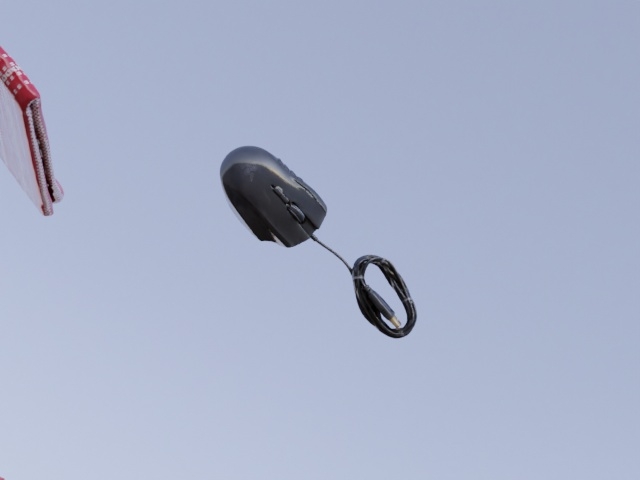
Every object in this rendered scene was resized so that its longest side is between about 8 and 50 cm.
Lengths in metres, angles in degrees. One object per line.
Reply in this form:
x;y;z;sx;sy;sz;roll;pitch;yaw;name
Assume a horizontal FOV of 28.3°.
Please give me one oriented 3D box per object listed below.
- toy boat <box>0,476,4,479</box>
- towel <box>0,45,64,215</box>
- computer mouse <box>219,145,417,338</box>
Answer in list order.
-0.499;0.399;1.620;0.148;0.318;0.268;17;-59;-15;toy boat
-0.295;-0.166;1.033;0.275;0.031;0.199;51;-19;16;towel
0.000;0.000;1.198;0.242;0.071;0.041;41;-15;2;computer mouse
